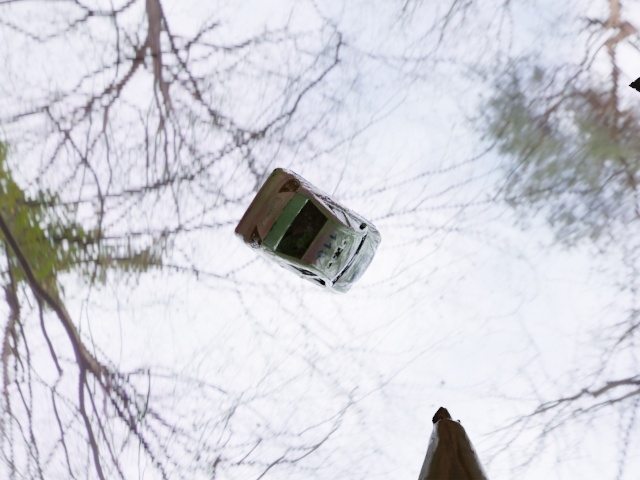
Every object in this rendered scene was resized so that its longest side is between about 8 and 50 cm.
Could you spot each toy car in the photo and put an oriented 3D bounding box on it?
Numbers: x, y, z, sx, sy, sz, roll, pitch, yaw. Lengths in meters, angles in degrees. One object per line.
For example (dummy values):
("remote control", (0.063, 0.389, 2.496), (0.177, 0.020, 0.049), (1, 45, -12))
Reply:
("toy car", (0.000, 0.000, 1.405), (0.076, 0.224, 0.090), (34, -88, 34))

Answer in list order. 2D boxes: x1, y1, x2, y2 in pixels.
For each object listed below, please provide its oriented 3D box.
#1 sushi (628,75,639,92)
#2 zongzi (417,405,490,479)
("sushi", (0.330, -0.123, 1.073), (0.126, 0.120, 0.026), (23, -136, -29))
("zongzi", (-0.003, 0.384, 0.899), (0.447, 0.181, 0.418), (-28, -110, 11))
